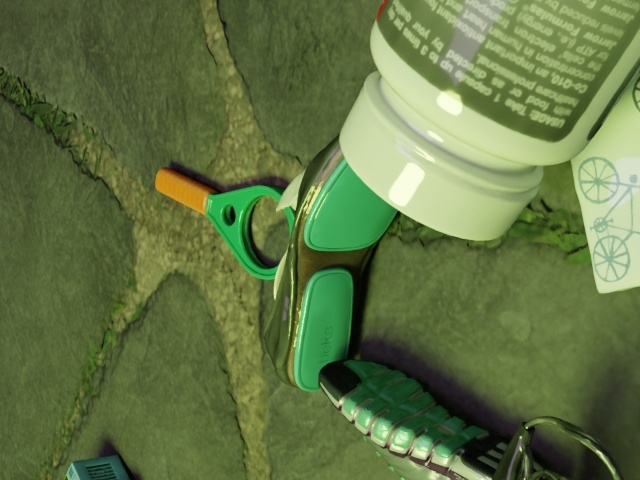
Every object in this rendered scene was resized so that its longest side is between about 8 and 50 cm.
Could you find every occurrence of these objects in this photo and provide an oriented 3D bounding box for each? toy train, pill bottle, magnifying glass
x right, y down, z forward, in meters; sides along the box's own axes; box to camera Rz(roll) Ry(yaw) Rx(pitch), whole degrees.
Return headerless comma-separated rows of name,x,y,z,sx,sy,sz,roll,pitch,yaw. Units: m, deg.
toy train,-0.280,0.353,1.172,0.105,0.080,0.184,53,130,40
pill bottle,0.130,-0.150,0.594,0.161,0.161,0.283,49,125,31
magnifying glass,-0.094,-0.029,0.983,0.231,0.026,0.092,25,112,39

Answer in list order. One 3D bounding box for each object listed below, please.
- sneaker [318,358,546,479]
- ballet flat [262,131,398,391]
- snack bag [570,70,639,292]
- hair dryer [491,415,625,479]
sneaker,0.075,0.182,0.791,0.224,0.083,0.098,29,119,39
ballet flat,0.000,0.000,0.843,0.096,0.095,0.280,45,124,47
snack bag,0.288,-0.146,0.574,0.342,0.037,0.323,-13,84,45
hair dryer,0.122,0.255,0.680,0.293,0.080,0.223,-31,49,55
